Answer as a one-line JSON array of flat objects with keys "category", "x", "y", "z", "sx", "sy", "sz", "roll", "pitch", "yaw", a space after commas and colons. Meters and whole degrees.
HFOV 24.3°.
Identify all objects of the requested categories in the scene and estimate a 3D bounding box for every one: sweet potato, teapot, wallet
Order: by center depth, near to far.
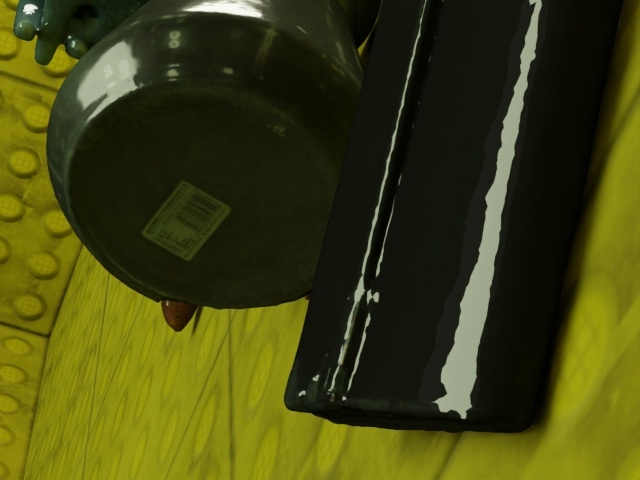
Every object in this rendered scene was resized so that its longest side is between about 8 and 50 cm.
[{"category": "wallet", "x": 0.083, "y": -0.094, "z": 0.838, "sx": 0.228, "sy": 0.062, "sz": 0.406, "roll": -8, "pitch": 65, "yaw": 61}, {"category": "teapot", "x": -0.064, "y": -0.107, "z": 1.196, "sx": 0.344, "sy": 0.253, "sz": 0.300, "roll": -78, "pitch": 2, "yaw": -52}, {"category": "sweet potato", "x": -0.148, "y": 0.008, "z": 1.788, "sx": 0.050, "sy": 0.050, "sz": 0.214, "roll": 132, "pitch": 157, "yaw": -61}]

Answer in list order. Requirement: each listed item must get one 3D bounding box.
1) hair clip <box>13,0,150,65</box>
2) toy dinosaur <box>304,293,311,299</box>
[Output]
[{"category": "hair clip", "x": -0.177, "y": -0.285, "z": 1.692, "sx": 0.392, "sy": 0.318, "sz": 0.238, "roll": 176, "pitch": 111, "yaw": -74}, {"category": "toy dinosaur", "x": -0.002, "y": 0.002, "z": 1.223, "sx": 0.041, "sy": 0.026, "sz": 0.113, "roll": 131, "pitch": 158, "yaw": -57}]
